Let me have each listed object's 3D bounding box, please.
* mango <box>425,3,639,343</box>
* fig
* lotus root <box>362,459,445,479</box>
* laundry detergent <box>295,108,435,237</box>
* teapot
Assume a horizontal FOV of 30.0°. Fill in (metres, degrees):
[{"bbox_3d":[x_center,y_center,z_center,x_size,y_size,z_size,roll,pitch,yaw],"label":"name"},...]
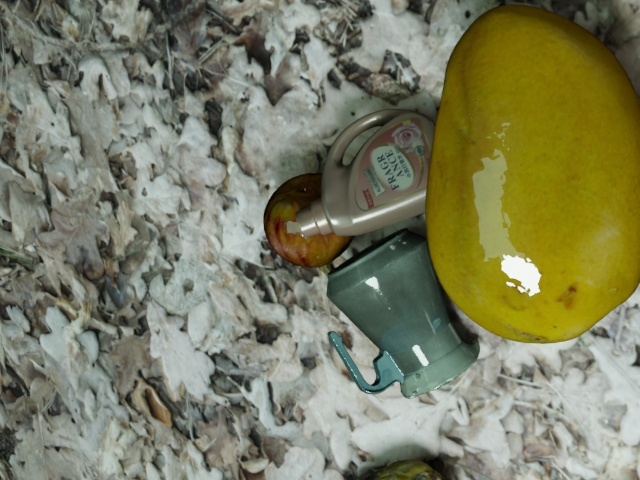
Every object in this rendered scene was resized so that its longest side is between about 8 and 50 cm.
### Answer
[{"bbox_3d":[0.280,-0.083,1.552,0.300,0.232,0.446,-8,99,3],"label":"mango"},{"bbox_3d":[-0.013,-0.025,1.876,0.148,0.202,0.149,8,70,4],"label":"fig"},{"bbox_3d":[0.107,0.454,1.929,0.278,0.154,0.154,-42,78,37],"label":"lotus root"},{"bbox_3d":[0.069,-0.098,1.751,0.237,0.076,0.171,-20,68,7],"label":"laundry detergent"},{"bbox_3d":[0.113,0.119,1.792,0.225,0.203,0.171,59,165,-1],"label":"teapot"}]
